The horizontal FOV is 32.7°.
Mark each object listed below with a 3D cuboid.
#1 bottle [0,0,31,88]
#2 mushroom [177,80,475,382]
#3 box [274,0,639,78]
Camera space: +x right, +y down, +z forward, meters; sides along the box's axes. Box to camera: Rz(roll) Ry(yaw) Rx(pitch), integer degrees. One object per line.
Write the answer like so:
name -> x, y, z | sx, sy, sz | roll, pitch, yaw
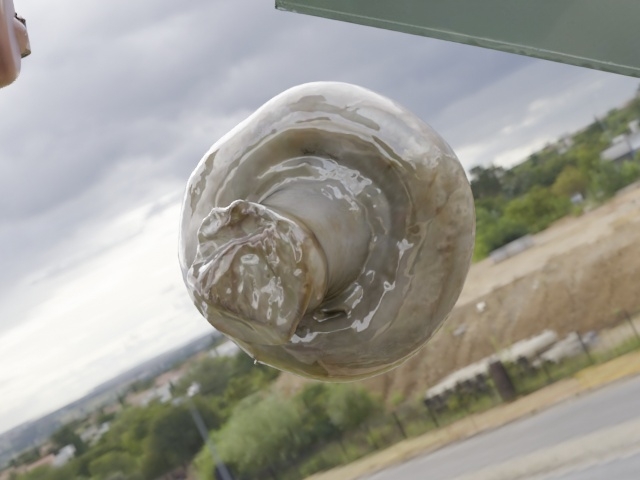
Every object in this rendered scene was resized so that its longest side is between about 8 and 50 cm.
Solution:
bottle -> -0.477, -0.223, 1.197 | 0.296, 0.173, 0.206 | -8, -3, -7
mushroom -> 0.000, 0.000, 1.029 | 0.297, 0.297, 0.290 | -27, 3, 14
box -> 0.102, -0.158, 0.555 | 0.225, 0.086, 0.129 | 14, 34, 15
